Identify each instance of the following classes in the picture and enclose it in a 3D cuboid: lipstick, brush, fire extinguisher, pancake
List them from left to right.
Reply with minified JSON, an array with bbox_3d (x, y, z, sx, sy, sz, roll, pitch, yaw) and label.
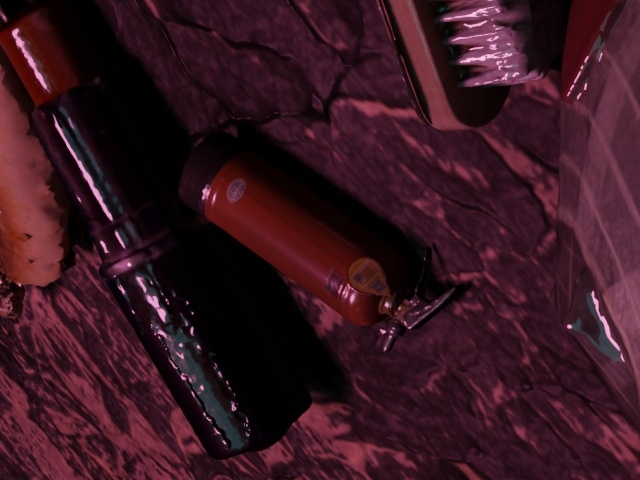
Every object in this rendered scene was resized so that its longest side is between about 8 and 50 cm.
[{"bbox_3d":[-0.297,-0.103,1.301,0.382,0.071,0.382,36,147,29],"label":"pancake"},{"bbox_3d":[-0.103,-0.008,1.114,0.081,0.081,0.300,-15,106,59],"label":"lipstick"},{"bbox_3d":[0.000,0.000,1.009,0.177,0.050,0.062,34,108,28],"label":"fire extinguisher"},{"bbox_3d":[0.030,-0.194,0.742,0.065,0.070,0.327,-5,118,36],"label":"brush"}]

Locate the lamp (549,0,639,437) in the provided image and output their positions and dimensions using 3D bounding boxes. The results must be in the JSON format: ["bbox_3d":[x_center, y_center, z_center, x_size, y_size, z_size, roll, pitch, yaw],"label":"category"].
[{"bbox_3d":[0.178,-0.013,0.546,0.233,0.233,0.265,19,133,46],"label":"lamp"}]
